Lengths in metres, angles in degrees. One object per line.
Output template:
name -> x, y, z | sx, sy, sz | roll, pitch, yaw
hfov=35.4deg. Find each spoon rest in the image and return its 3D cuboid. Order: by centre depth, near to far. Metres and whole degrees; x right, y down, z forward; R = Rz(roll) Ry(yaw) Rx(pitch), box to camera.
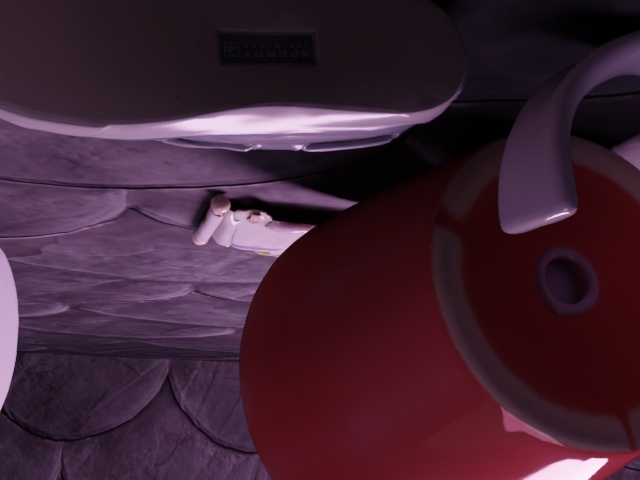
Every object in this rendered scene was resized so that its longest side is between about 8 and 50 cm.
spoon rest -> 0.213, -0.060, 0.480 | 0.277, 0.084, 0.137 | -7, 173, -20

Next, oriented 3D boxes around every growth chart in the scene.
growth chart -> 0.000, 0.000, 0.897 | 0.237, 0.021, 0.172 | 7, 168, -18

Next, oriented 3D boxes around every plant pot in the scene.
plant pot -> 0.105, 0.065, 0.668 | 0.275, 0.274, 0.243 | 7, 157, -19

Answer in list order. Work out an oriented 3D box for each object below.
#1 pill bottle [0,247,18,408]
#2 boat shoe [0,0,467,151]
pill bottle -> -0.494, 0.081, 0.897 | 0.392, 0.224, 0.224 | 2, 168, 6
boat shoe -> -0.053, -0.070, 0.438 | 0.228, 0.079, 0.081 | 2, 164, -12
